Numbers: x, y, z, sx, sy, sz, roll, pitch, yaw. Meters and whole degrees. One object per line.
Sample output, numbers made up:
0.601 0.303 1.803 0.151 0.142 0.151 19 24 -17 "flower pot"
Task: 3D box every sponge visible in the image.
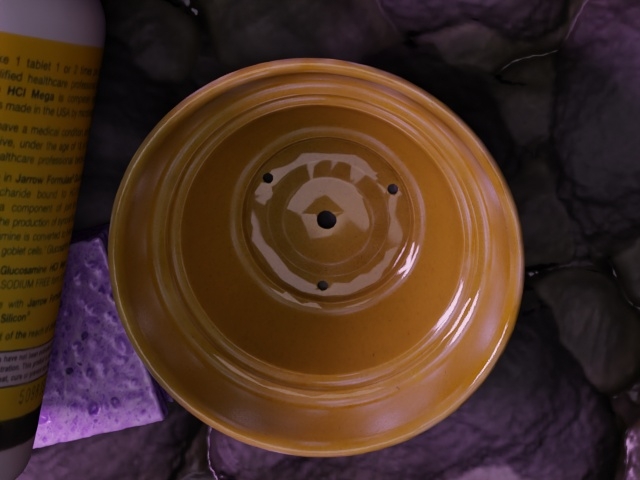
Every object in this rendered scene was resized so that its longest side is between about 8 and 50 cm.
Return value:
-0.203 0.070 0.944 0.210 0.031 0.117 -13 106 10 "sponge"

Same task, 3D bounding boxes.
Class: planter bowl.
0.000 0.000 0.872 0.217 0.090 0.217 1 108 4 "planter bowl"

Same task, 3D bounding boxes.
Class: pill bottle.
-0.212 -0.051 0.812 0.187 0.188 0.334 12 96 2 "pill bottle"
